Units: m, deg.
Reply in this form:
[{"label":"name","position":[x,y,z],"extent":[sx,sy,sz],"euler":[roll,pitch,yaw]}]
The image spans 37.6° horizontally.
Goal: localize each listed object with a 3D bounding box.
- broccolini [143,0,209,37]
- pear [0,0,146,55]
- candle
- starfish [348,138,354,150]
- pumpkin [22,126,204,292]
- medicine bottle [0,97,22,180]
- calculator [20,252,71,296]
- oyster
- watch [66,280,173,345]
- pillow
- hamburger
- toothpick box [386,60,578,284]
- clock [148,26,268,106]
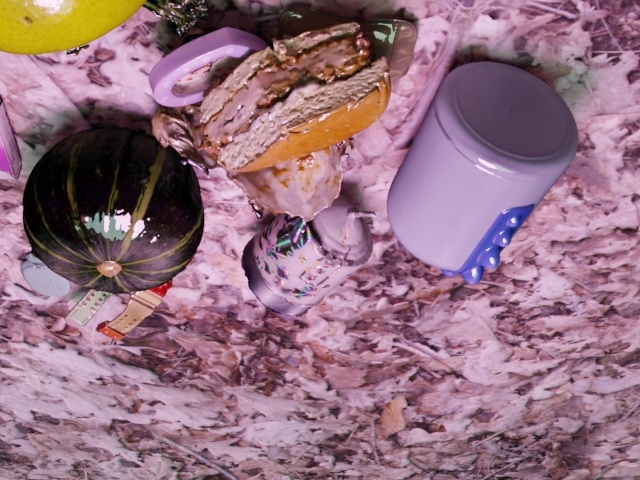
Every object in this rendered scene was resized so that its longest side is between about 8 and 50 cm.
[{"label":"broccolini","position":[-0.261,-0.368,1.377],"extent":[0.201,0.074,0.058],"euler":[22,155,-21]},{"label":"pear","position":[-0.392,-0.411,1.189],"extent":[0.342,0.238,0.318],"euler":[2,151,-1]},{"label":"candle","position":[0.000,0.000,1.742],"extent":[0.187,0.187,0.330],"euler":[25,135,-27]},{"label":"starfish","position":[0.021,-0.186,1.630],"extent":[0.078,0.028,0.091],"euler":[-7,139,2]},{"label":"pumpkin","position":[-0.360,-0.046,1.648],"extent":[0.323,0.241,0.323],"euler":[2,140,2]},{"label":"medicine bottle","position":[-0.638,-0.183,1.638],"extent":[0.201,0.052,0.171],"euler":[4,143,-1]},{"label":"calculator","position":[-0.582,0.074,1.989],"extent":[0.095,0.021,0.153],"euler":[-2,145,4]},{"label":"oyster","position":[-0.122,-0.147,1.579],"extent":[0.337,0.133,0.198],"euler":[15,104,-9]},{"label":"watch","position":[-0.415,0.125,1.917],"extent":[0.268,0.165,0.102],"euler":[-44,127,16]},{"label":"pillow","position":[0.039,-0.305,1.471],"extent":[0.217,0.033,0.130],"euler":[5,144,-4]},{"label":"hamburger","position":[-0.029,-0.211,1.423],"extent":[0.245,0.155,0.282],"euler":[-5,157,-34]},{"label":"toothpick box","position":[0.251,-0.087,1.564],"extent":[0.263,0.263,0.354],"euler":[11,143,-12]},{"label":"clock","position":[-0.165,-0.279,1.448],"extent":[0.198,0.064,0.172],"euler":[-14,163,-24]}]
